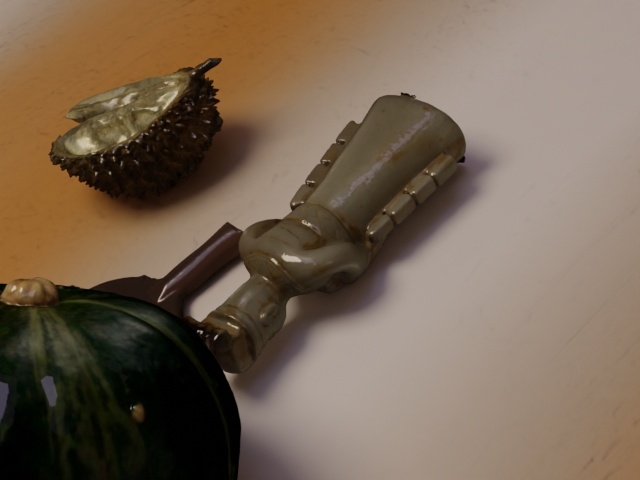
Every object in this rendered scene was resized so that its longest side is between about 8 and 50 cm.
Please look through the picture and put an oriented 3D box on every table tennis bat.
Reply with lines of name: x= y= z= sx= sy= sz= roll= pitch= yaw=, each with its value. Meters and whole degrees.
table tennis bat: x=-0.132 y=0.014 z=0.886 sx=0.170 sy=0.119 sz=0.107 roll=-40 pitch=42 yaw=-14

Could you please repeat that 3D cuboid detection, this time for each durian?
durian: x=-0.112 y=-0.073 z=1.006 sx=0.140 sy=0.071 sz=0.110 roll=-27 pitch=33 yaw=19

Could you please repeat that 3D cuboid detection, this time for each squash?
squash: x=-0.149 y=0.105 z=0.748 sx=0.218 sy=0.218 sz=0.173 roll=-3 pitch=87 yaw=25

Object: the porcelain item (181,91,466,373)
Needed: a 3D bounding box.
porcelain item: x=0.000 y=0.000 z=0.881 sx=0.084 sy=0.054 sz=0.213 roll=17 pitch=55 yaw=42
